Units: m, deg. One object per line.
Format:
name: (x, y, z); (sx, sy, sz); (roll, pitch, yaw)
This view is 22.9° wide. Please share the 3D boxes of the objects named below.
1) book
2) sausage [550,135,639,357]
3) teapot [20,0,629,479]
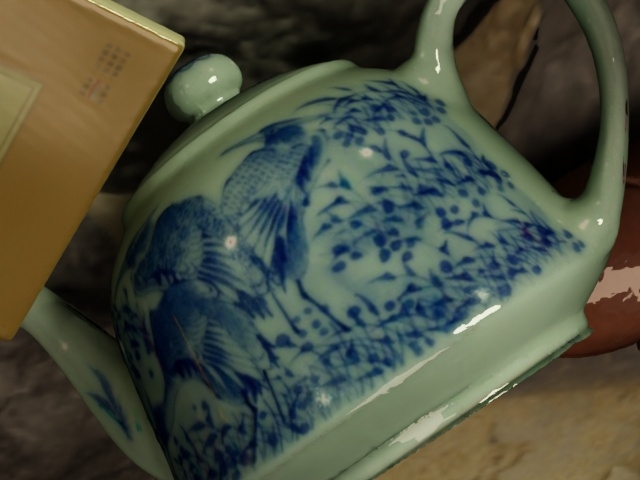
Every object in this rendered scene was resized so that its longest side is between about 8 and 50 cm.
book: (-0.141, -0.046, 0.455); (0.172, 0.012, 0.118); (25, 113, -24)
sausage: (0.246, -0.045, 0.604); (0.433, 0.088, 0.088); (-21, 132, -8)
teapot: (0.000, 0.000, 0.501); (0.232, 0.159, 0.159); (-37, 132, 19)
